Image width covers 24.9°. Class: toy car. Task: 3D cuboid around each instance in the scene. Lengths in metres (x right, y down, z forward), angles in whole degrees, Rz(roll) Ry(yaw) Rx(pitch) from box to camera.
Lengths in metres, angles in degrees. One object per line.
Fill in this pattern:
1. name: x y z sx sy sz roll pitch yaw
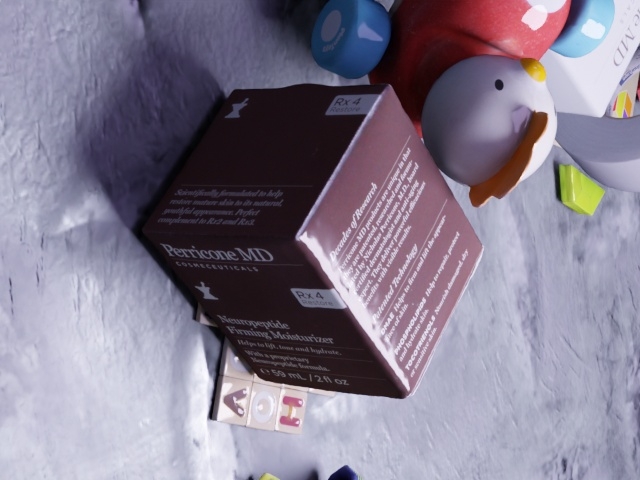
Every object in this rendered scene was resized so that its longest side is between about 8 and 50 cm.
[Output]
1. toy car: 0.147 -0.134 1.221 0.219 0.210 0.238 19 34 -33

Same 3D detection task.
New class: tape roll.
1. tape roll: 0.351 -0.163 1.558 0.072 0.219 0.219 38 63 -46

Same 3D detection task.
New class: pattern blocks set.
1. pattern blocks set: 0.326 -0.171 1.722 0.325 0.026 0.285 36 64 -46

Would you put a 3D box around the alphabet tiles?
1. alphabet tiles: -0.037 0.050 1.293 0.198 0.009 0.237 19 77 -50

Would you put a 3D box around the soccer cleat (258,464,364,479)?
1. soccer cleat: -0.054 0.265 1.242 0.289 0.093 0.121 -8 68 -47

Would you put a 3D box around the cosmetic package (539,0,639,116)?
1. cosmetic package: 0.162 -0.342 1.381 0.453 0.161 0.230 44 68 -43

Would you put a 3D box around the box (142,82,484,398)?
1. box: 0.000 0.000 1.195 0.203 0.168 0.167 55 52 -37
